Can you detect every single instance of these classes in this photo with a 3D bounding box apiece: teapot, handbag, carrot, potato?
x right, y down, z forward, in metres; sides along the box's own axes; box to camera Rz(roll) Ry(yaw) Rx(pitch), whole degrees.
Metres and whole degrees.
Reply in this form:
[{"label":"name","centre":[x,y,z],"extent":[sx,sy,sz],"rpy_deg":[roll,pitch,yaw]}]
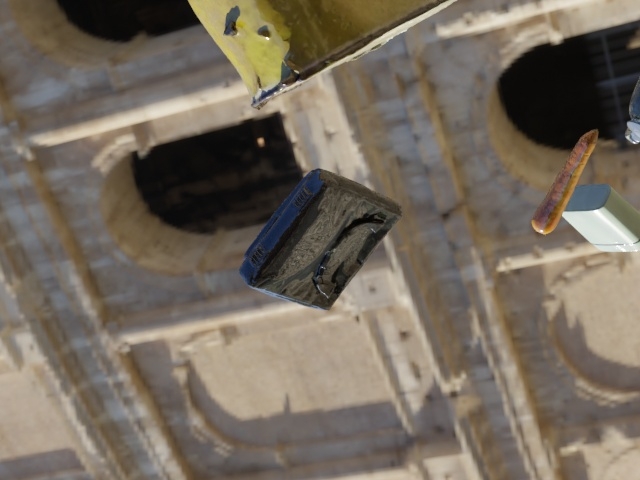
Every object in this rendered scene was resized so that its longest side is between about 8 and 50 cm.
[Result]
[{"label":"teapot","centre":[0.509,-0.202,1.785],"extent":[0.111,0.108,0.149],"rpy_deg":[37,177,-31]},{"label":"handbag","centre":[0.000,0.000,2.201],"extent":[0.244,0.275,0.088],"rpy_deg":[21,-159,-42]},{"label":"carrot","centre":[0.353,-0.087,1.681],"extent":[0.037,0.037,0.190],"rpy_deg":[-72,2,-55]},{"label":"potato","centre":[-0.013,-0.360,1.464],"extent":[0.397,0.290,0.296],"rpy_deg":[-38,-79,-47]}]

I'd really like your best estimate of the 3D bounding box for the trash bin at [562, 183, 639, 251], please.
[{"label":"trash bin","centre":[0.483,-0.038,1.987],"extent":[0.130,0.116,0.059],"rpy_deg":[37,-112,-30]}]
